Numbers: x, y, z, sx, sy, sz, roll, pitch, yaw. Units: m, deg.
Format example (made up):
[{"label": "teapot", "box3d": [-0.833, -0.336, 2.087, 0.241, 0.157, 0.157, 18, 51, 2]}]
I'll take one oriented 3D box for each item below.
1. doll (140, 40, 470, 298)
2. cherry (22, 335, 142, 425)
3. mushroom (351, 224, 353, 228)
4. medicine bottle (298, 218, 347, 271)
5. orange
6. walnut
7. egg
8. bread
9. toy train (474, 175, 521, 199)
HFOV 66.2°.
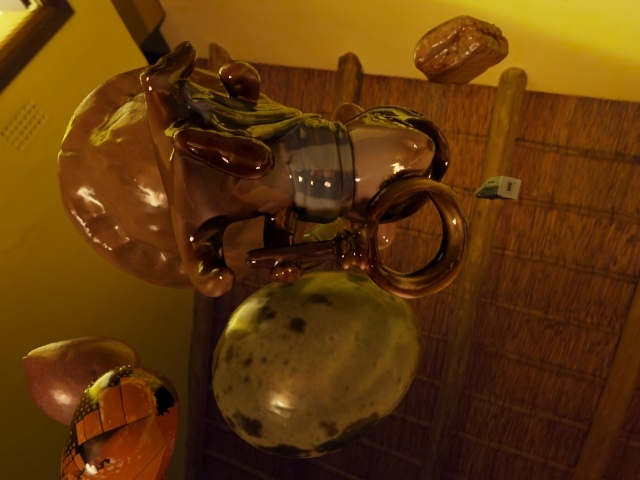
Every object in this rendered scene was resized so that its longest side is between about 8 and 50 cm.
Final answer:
[{"label": "doll", "box3d": [-0.016, -0.077, 0.552, 0.339, 0.209, 0.318, -4, -102, -28]}, {"label": "cherry", "box3d": [-0.545, 0.330, 1.131, 0.239, 0.239, 0.206, -18, -106, 1]}, {"label": "mushroom", "box3d": [0.140, -0.069, 1.198, 0.094, 0.210, 0.072, 8, -117, -7]}, {"label": "medicine bottle", "box3d": [0.000, 0.000, 1.363, 0.119, 0.094, 0.188, -25, -171, 37]}, {"label": "orange", "box3d": [-0.338, 0.331, 0.842, 0.182, 0.234, 0.235, 18, -118, 0]}, {"label": "walnut", "box3d": [-0.187, -0.103, 0.799, 0.383, 0.384, 0.384, -6, -123, 9]}, {"label": "egg", "box3d": [-0.001, 0.232, 0.977, 0.427, 0.345, 0.345, -19, -125, -20]}, {"label": "bread", "box3d": [0.232, -0.311, 0.803, 0.113, 0.211, 0.083, -25, -88, 34]}, {"label": "toy train", "box3d": [0.439, -0.130, 1.242, 0.052, 0.234, 0.051, 14, -84, 2]}]
